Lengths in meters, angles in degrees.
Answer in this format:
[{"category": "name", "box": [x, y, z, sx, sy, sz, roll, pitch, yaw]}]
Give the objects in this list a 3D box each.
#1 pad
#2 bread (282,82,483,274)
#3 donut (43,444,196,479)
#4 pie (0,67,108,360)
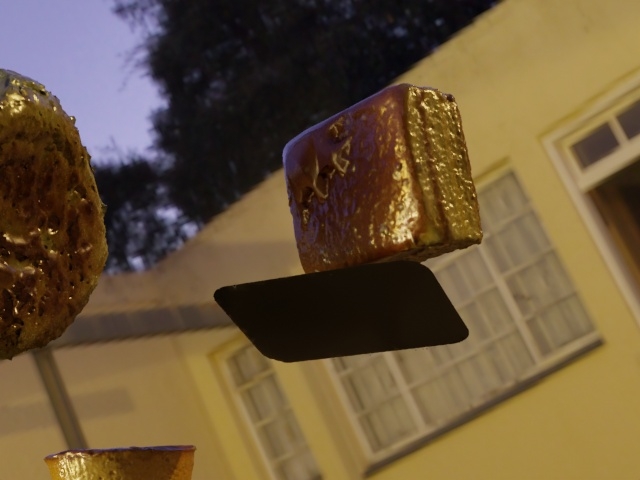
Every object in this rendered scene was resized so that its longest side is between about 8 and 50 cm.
[{"category": "pad", "box": [-0.006, 0.014, 1.327, 0.250, 0.323, 0.055, -8, 33, 24]}, {"category": "bread", "box": [0.058, -0.057, 1.417, 0.111, 0.184, 0.234, -1, -14, -36]}, {"category": "donut", "box": [-0.224, 0.269, 1.462, 0.162, 0.065, 0.178, -13, -15, 33]}, {"category": "pie", "box": [-0.336, -0.021, 1.373, 0.103, 0.354, 0.288, 4, -49, 24]}]
